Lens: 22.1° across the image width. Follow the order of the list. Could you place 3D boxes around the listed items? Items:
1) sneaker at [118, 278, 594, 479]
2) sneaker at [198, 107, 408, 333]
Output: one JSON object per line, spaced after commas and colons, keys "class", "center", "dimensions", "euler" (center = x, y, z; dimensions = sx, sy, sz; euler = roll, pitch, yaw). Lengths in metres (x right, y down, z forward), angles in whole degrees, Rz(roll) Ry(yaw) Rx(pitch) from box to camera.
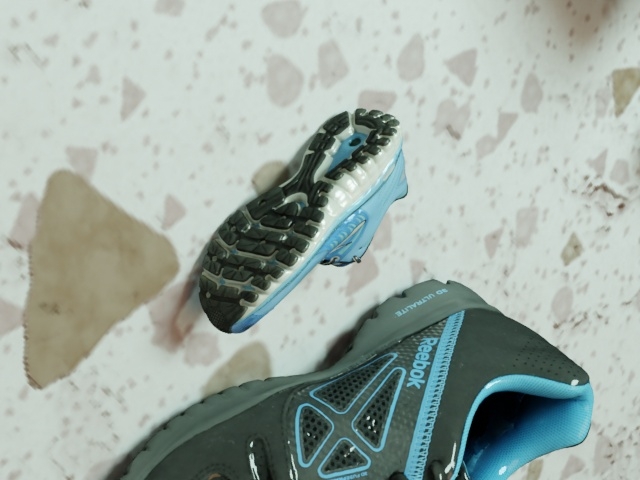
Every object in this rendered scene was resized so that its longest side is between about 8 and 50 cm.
{"class": "sneaker", "center": [0.012, 0.140, 0.954], "dimensions": [0.341, 0.140, 0.125], "euler": [-35, 129, -26]}
{"class": "sneaker", "center": [0.000, 0.000, 0.943], "dimensions": [0.162, 0.063, 0.073], "euler": [-45, 134, -20]}
